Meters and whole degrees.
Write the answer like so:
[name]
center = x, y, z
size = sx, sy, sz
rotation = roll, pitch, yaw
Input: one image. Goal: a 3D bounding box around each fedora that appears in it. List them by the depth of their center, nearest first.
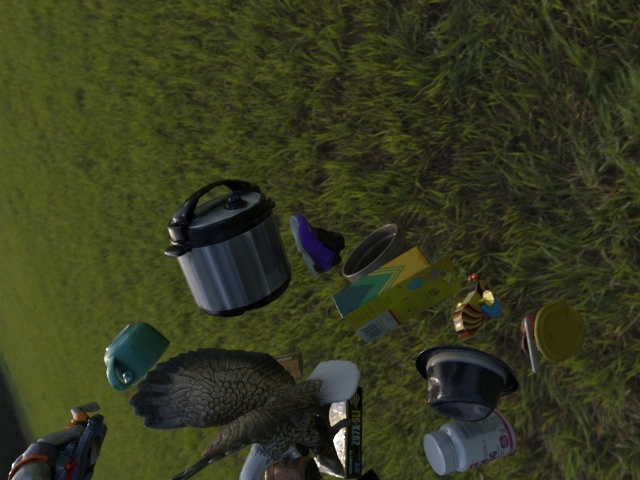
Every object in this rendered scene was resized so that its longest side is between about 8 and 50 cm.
[fedora]
center = 0.448, 0.474, 1.431
size = 0.334, 0.152, 0.334
rotation = 17, 141, 15

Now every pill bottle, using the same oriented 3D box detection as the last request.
[pill bottle]
center = 0.518, 0.707, 1.570
size = 0.160, 0.283, 0.160
rotation = 169, 90, -73

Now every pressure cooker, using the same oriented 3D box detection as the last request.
[pressure cooker]
center = -0.313, 0.003, 1.552
size = 0.370, 0.375, 0.420
rotation = -106, 0, -67

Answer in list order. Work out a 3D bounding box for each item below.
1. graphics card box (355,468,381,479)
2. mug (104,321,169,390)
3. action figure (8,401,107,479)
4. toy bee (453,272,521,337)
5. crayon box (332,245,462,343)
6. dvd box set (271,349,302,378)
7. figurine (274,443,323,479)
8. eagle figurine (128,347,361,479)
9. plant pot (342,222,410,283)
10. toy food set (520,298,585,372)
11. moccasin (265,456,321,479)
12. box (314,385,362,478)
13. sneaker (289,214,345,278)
[graphics card box]
center = 0.171, 1.103, 1.784
size = 0.094, 0.233, 0.371
rotation = 38, 150, 53
[mug]
center = -0.428, 0.254, 1.026
size = 0.097, 0.129, 0.158
rotation = 46, 169, -13
[action figure]
center = -0.593, 0.527, 0.977
size = 0.330, 0.178, 0.341
rotation = 135, 153, -72
[toy bee]
center = 0.560, 0.211, 1.604
size = 0.162, 0.298, 0.195
rotation = 55, 131, 10
[crayon box]
center = 0.216, 0.143, 1.231
size = 0.202, 0.318, 0.081
rotation = 52, -171, -48
[dvd box set]
center = -0.267, 0.449, 1.500
size = 0.307, 0.420, 0.062
rotation = 93, 166, -81
[figurine]
center = -0.097, 0.715, 1.526
size = 0.215, 0.092, 0.209
rotation = 56, 177, -19
[eagle figurine]
center = -0.090, 0.262, 0.653
size = 0.226, 0.298, 0.225
rotation = -32, 40, 31
[plant pot]
center = 0.304, 0.134, 1.989
size = 0.280, 0.323, 0.323
rotation = 46, 144, -14
[toy food set]
center = 0.511, 0.210, 1.023
size = 0.071, 0.218, 0.128
rotation = -20, 82, 59
[moccasin]
center = -0.045, 0.691, 1.002
size = 0.147, 0.139, 0.380
rotation = -16, 88, 16
[box]
center = 0.068, 0.738, 1.752
size = 0.257, 0.079, 0.322
rotation = -31, 51, 56
[sneaker]
center = 0.000, 0.000, 1.433
size = 0.293, 0.146, 0.102
rotation = 67, -178, -53
